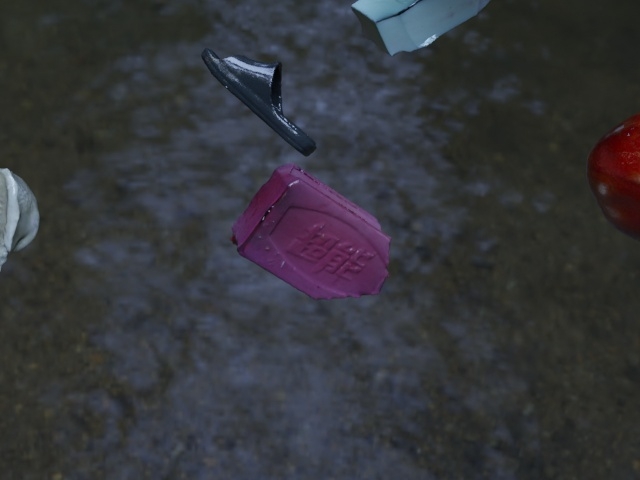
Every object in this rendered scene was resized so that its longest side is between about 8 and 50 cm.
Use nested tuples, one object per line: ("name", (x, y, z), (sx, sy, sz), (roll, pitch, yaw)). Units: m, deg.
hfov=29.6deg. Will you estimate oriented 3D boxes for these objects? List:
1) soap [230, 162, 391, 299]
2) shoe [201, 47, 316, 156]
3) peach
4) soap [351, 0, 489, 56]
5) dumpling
("soap", (0.000, 0.000, 1.950), (0.250, 0.162, 0.099), (31, 8, -26))
("shoe", (-0.083, -0.244, 1.974), (0.241, 0.093, 0.108), (43, 4, 4))
("peach", (0.624, -0.120, 2.218), (0.245, 0.249, 0.274), (21, -4, -28))
("soap", (0.192, -0.446, 2.249), (0.230, 0.091, 0.145), (-35, 40, -7))
("dumpling", (-0.486, -0.022, 1.809), (0.126, 0.215, 0.167), (11, 67, -49))
